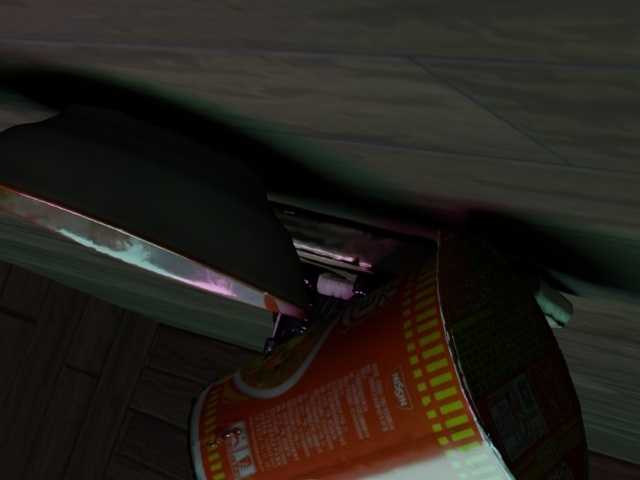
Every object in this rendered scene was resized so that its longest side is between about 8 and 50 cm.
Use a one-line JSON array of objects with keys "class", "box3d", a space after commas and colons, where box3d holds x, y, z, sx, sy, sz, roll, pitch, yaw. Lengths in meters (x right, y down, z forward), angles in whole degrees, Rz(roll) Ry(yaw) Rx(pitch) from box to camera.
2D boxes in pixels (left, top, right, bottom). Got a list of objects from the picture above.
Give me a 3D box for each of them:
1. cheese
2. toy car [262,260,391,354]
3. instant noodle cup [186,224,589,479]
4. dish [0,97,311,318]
[{"class": "cheese", "box3d": [0.000, 0.003, 1.091, 0.400, 0.034, 0.085, 15, 171, 31]}, {"class": "toy car", "box3d": [0.016, 0.065, 1.078, 0.070, 0.080, 0.171, 19, 175, -28]}, {"class": "instant noodle cup", "box3d": [0.034, 0.114, 0.914, 0.212, 0.193, 0.193, -24, 151, 25]}, {"class": "dish", "box3d": [-0.115, -0.032, 0.954, 0.260, 0.085, 0.260, 21, 174, 2]}]
